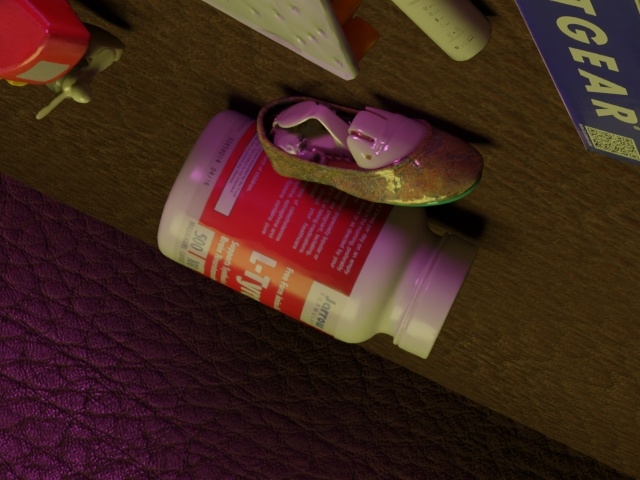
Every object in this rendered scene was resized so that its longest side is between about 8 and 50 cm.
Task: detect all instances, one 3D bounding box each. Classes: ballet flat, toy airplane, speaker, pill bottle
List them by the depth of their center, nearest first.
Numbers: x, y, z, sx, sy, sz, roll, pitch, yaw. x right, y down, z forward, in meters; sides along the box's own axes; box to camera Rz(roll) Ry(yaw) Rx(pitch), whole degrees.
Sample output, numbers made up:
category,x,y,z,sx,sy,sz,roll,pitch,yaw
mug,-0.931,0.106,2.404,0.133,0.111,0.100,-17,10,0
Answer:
category,x,y,z,sx,sy,sz,roll,pitch,yaw
speaker,0.109,-0.233,1.810,0.055,0.055,0.136,13,162,47
ballet flat,0.046,-0.119,2.287,0.348,0.123,0.123,13,161,47
toy airplane,-0.451,-0.267,2.294,0.386,0.272,0.384,12,-173,0
pill bottle,0.000,0.000,2.566,0.408,0.229,0.229,25,167,6

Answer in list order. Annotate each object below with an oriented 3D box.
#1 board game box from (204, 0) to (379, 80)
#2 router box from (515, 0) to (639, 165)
category,x,y,z,sx,sy,sz,roll,pitch,yaw
board game box,-0.147,-0.334,1.541,0.390,0.050,0.390,33,164,31
router box,0.209,-0.236,1.034,0.082,0.301,0.335,20,165,27
